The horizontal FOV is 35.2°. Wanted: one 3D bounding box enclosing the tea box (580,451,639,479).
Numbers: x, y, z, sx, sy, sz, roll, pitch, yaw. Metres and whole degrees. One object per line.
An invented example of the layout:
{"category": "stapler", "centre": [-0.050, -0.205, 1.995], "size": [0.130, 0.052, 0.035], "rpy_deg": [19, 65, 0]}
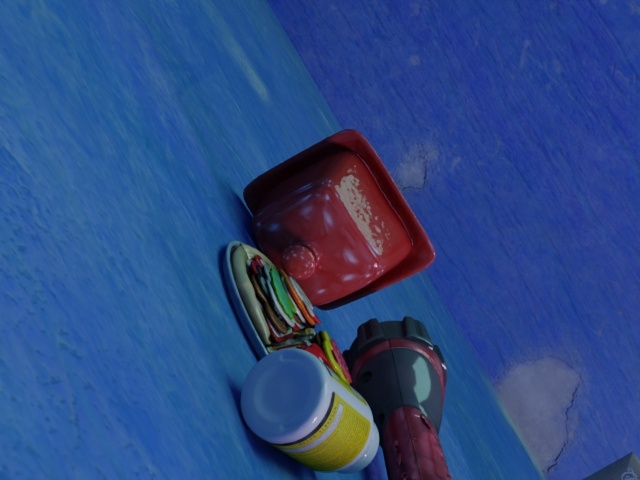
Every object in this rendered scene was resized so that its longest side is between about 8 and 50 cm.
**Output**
{"category": "tea box", "centre": [0.450, 0.523, 1.386], "size": [0.323, 0.220, 0.329], "rpy_deg": [51, 12, -48]}

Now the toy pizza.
{"category": "toy pizza", "centre": [-0.017, 0.082, 0.860], "size": [0.201, 0.032, 0.201], "rpy_deg": [57, 9, -14]}

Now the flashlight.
{"category": "flashlight", "centre": [0.080, 0.178, 0.877], "size": [0.103, 0.103, 0.304], "rpy_deg": [29, 19, -15]}

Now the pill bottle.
{"category": "pill bottle", "centre": [-0.002, 0.123, 0.698], "size": [0.116, 0.065, 0.065], "rpy_deg": [47, 15, -52]}

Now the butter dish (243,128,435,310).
{"category": "butter dish", "centre": [0.000, 0.000, 0.965], "size": [0.160, 0.160, 0.118], "rpy_deg": [58, 32, -9]}
